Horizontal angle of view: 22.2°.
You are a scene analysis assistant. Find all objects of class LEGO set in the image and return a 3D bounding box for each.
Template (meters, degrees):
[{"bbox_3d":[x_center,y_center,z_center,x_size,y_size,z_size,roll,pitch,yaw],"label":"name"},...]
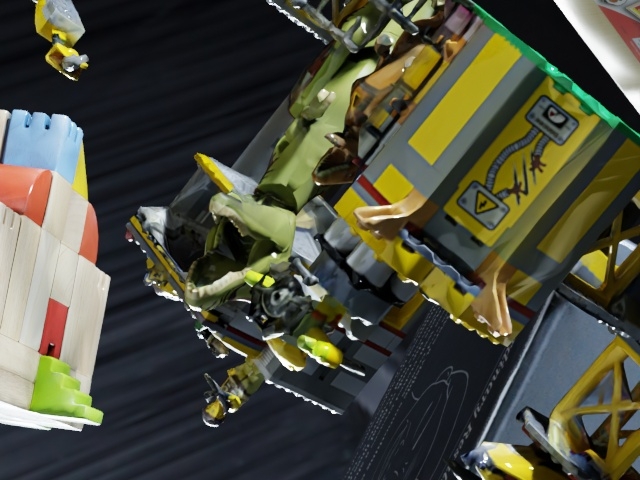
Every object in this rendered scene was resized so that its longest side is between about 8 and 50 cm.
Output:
[{"bbox_3d":[0.000,0.000,0.564,0.192,0.255,0.331,-51,-126,9],"label":"LEGO set"}]

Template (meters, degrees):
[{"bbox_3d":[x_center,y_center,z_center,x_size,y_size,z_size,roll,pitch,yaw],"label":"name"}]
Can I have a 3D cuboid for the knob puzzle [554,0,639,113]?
[{"bbox_3d":[0.236,-0.122,0.872,0.213,0.213,0.030,139,-31,-63],"label":"knob puzzle"}]

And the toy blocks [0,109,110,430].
[{"bbox_3d":[-0.265,0.009,1.364,0.381,0.191,0.260,53,44,-74],"label":"toy blocks"}]

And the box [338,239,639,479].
[{"bbox_3d":[0.131,0.172,0.916,0.212,0.293,0.395,28,-3,-2],"label":"box"}]
